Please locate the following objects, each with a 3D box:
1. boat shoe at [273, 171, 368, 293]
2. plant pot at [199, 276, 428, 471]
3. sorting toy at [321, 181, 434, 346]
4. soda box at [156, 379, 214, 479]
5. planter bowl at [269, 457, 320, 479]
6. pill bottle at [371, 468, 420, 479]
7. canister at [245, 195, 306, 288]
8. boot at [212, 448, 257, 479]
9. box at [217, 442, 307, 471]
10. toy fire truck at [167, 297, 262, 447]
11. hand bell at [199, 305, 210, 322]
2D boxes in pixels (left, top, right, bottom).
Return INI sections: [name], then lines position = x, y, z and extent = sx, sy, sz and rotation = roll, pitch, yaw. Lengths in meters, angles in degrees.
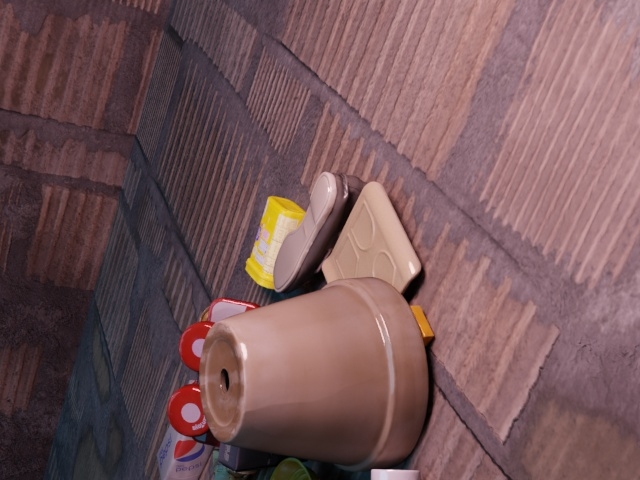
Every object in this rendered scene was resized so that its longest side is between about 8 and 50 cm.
[boat shoe]
position = 0.000, 0.000, 1.682
extent = 0.335, 0.095, 0.112
rotation = 121, 149, -45
[plant pot]
position = -0.032, 0.217, 1.409
extent = 0.323, 0.280, 0.323
rotation = -7, 82, 62
[sorting toy]
position = 0.103, 0.082, 1.500
extent = 0.229, 0.041, 0.307
rotation = -60, 40, 41
[soda box]
position = -0.309, 0.469, 2.119
extent = 0.286, 0.091, 0.098
rotation = -63, 32, 31
[planter bowl]
position = -0.017, 0.493, 1.541
extent = 0.217, 0.090, 0.217
rotation = -28, 58, 58
[pill bottle]
position = 0.110, 0.434, 1.296
extent = 0.103, 0.103, 0.184
rotation = -24, 61, 59
[canister]
position = -0.092, 0.004, 1.859
extent = 0.126, 0.073, 0.170
rotation = 42, 118, 59
[boot]
position = -0.186, 0.534, 1.877
extent = 0.213, 0.077, 0.165
rotation = 159, 117, -65
[box]
position = -0.085, 0.295, 1.602
extent = 0.059, 0.183, 0.232
rotation = 13, 95, 46
[toy fire truck]
position = -0.146, 0.274, 1.731
extent = 0.169, 0.254, 0.302
rotation = -1, -79, -81
[hand bell]
position = -0.236, 0.266, 2.060
extent = 0.242, 0.126, 0.126
rotation = 109, 154, -47
